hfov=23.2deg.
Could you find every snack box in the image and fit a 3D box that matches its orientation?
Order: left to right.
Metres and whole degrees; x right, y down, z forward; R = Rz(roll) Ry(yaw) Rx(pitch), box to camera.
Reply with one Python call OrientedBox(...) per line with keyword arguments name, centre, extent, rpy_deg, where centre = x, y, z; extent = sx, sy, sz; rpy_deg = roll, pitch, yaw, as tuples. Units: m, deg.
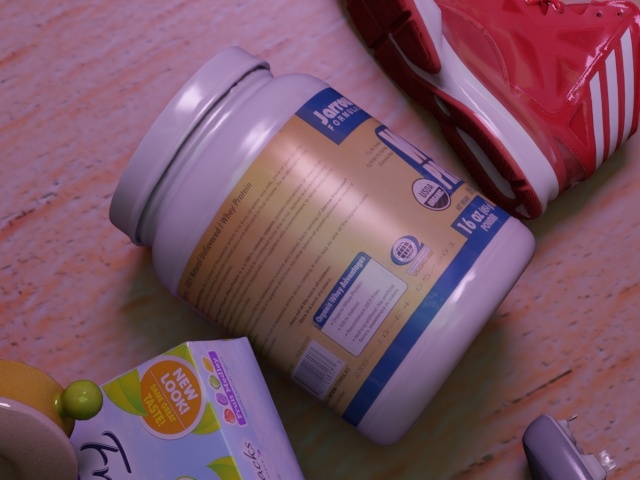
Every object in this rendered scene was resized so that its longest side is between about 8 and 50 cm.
OrientedBox(name="snack box", centre=(-0.102, 0.168, 0.810), extent=(0.207, 0.070, 0.175), rpy_deg=(-28, 78, 21))

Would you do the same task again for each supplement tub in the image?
OrientedBox(name="supplement tub", centre=(0.000, 0.000, 0.853), extent=(0.199, 0.144, 0.144), rpy_deg=(36, 80, 6))

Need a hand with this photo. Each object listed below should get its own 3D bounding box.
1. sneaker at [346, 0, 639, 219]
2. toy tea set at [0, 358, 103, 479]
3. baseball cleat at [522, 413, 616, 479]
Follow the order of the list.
OrientedBox(name="sneaker", centre=(0.105, -0.132, 0.926), extent=(0.128, 0.087, 0.221), rpy_deg=(-33, 92, -16))
OrientedBox(name="toy tea set", centre=(-0.279, 0.078, 0.796), extent=(0.336, 0.200, 0.124), rpy_deg=(-22, 33, 20))
OrientedBox(name="baseball cleat", centre=(0.139, 0.202, 0.850), extent=(0.109, 0.072, 0.206), rpy_deg=(-27, 76, 0))
